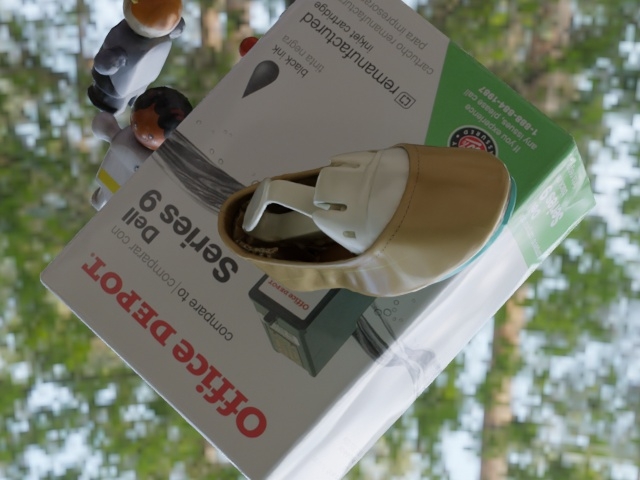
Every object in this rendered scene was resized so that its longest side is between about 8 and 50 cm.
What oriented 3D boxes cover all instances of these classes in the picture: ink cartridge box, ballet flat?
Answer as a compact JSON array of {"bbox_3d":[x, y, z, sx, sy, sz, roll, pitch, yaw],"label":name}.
[{"bbox_3d":[0.000,0.000,1.216,0.211,0.121,0.289,41,-94,21],"label":"ink cartridge box"},{"bbox_3d":[0.013,-0.011,0.999,0.073,0.080,0.232,24,162,-23],"label":"ballet flat"}]

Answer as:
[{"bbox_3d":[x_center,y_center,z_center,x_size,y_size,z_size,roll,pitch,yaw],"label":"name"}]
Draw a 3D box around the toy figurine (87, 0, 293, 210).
[{"bbox_3d":[-0.079,-0.105,1.522,0.209,0.148,0.213,13,-133,-18],"label":"toy figurine"}]
